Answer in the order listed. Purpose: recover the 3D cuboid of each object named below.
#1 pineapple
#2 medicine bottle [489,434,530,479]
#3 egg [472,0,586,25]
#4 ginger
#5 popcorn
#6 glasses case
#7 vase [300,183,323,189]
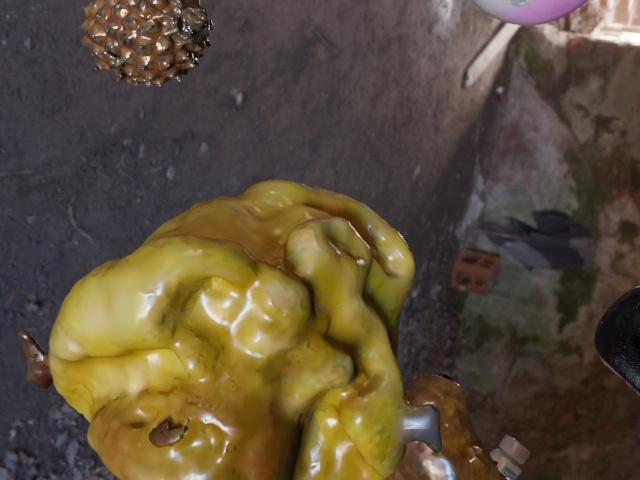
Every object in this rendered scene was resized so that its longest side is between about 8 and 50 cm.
[{"bbox_3d":[-0.223,-0.284,0.988,0.166,0.193,0.166,-5,96,-51],"label":"pineapple"},{"bbox_3d":[0.272,0.340,1.100,0.089,0.052,0.052,-52,153,-8],"label":"medicine bottle"},{"bbox_3d":[0.255,-0.380,0.859,0.196,0.196,0.271,52,43,-63],"label":"egg"},{"bbox_3d":[0.170,0.312,0.882,0.172,0.165,0.321,-41,105,-8],"label":"ginger"},{"bbox_3d":[-0.039,0.109,0.579,0.316,0.281,0.297,-32,129,-58],"label":"popcorn"},{"bbox_3d":[0.424,0.154,0.806,0.075,0.314,0.122,36,99,-30],"label":"glasses case"},{"bbox_3d":[0.000,0.000,0.861,0.148,0.081,0.081,50,56,-63],"label":"vase"}]
